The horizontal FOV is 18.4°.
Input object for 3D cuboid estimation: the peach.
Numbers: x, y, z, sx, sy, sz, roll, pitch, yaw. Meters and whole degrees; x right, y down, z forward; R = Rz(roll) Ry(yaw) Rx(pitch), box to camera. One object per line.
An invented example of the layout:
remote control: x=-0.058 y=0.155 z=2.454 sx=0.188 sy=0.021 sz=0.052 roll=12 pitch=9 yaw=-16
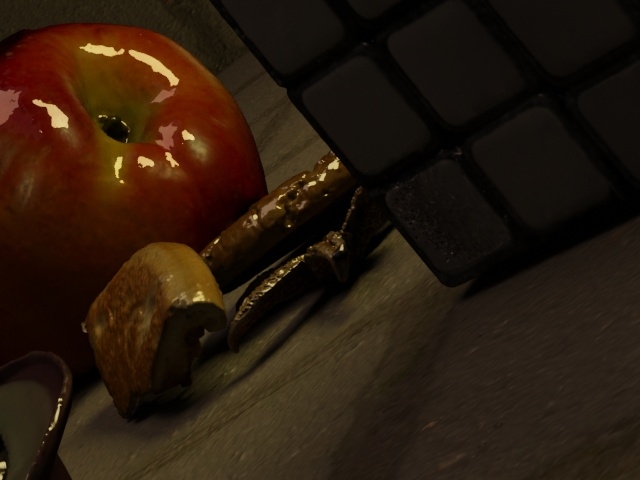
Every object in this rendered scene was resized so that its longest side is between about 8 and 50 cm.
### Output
peach: x=-0.252 y=-0.049 z=1.928 sx=0.406 sy=0.310 sz=0.335 roll=-27 pitch=20 yaw=49

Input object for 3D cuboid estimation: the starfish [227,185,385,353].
starfish: x=0.006 y=0.006 z=1.501 sx=0.213 sy=0.057 sz=0.238 roll=-43 pitch=-2 yaw=-34

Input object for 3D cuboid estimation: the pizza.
pizza: x=-0.133 y=0.067 z=1.571 sx=0.271 sy=0.056 sz=0.134 roll=148 pitch=124 yaw=-63

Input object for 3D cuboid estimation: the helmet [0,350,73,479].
helmet: x=-0.214 y=0.225 z=0.958 sx=0.338 sy=0.197 sz=0.271 roll=-32 pitch=19 yaw=0

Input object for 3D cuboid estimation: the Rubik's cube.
Rubik's cube: x=0.151 y=-0.234 z=1.197 sx=0.337 sy=0.344 sz=0.344 roll=-30 pitch=14 yaw=44

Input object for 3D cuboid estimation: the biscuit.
biscuit: x=-0.017 y=-0.027 z=1.617 sx=0.226 sy=0.042 sz=0.226 roll=-36 pitch=-4 yaw=-3
